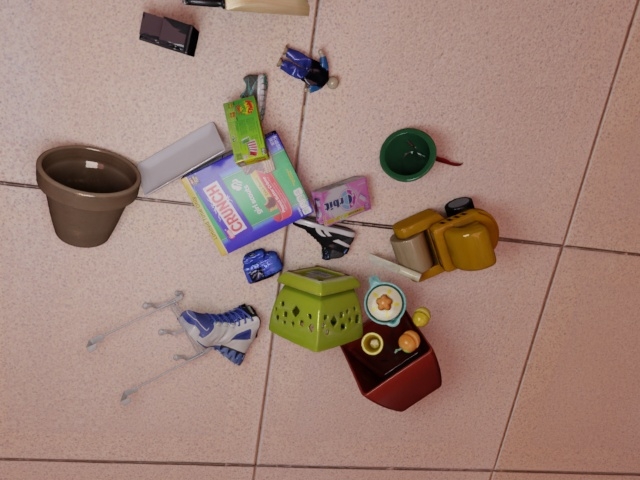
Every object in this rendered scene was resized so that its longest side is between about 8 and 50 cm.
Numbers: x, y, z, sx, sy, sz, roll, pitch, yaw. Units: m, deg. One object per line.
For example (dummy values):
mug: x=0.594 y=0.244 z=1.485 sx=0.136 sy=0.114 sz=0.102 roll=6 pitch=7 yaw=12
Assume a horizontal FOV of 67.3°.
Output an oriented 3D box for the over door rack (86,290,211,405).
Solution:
over door rack: x=-0.554 y=0.337 z=1.570 sx=0.324 sy=0.108 sz=0.240 roll=-30 pitch=111 yaw=-20

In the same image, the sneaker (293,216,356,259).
sneaker: x=0.000 y=0.000 z=1.568 sx=0.216 sy=0.079 sz=0.121 roll=15 pitch=104 yaw=-13

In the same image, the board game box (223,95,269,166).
board game box: x=-0.210 y=-0.308 z=1.361 sx=0.092 sy=0.043 sz=0.181 roll=-14 pitch=81 yaw=3

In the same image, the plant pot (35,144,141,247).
plant pot: x=-0.668 y=-0.109 z=1.370 sx=0.263 sy=0.263 sz=0.229 roll=18 pitch=121 yaw=-13

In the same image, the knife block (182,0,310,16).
knife block: x=-0.198 y=-0.609 z=1.206 sx=0.242 sy=0.088 sz=0.275 roll=-40 pitch=120 yaw=11

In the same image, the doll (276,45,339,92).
doll: x=-0.029 y=-0.505 z=1.420 sx=0.189 sy=0.046 sz=0.129 roll=25 pitch=104 yaw=-14

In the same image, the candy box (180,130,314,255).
candy box: x=-0.220 y=-0.145 z=1.467 sx=0.317 sy=0.122 sz=0.268 roll=-25 pitch=107 yaw=2

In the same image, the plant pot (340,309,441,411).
plant pot: x=0.266 y=0.427 z=1.660 sx=0.267 sy=0.267 sz=0.236 roll=-35 pitch=122 yaw=4

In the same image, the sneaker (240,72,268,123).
sneaker: x=-0.202 y=-0.412 z=1.427 sx=0.076 sy=0.065 sz=0.167 roll=10 pitch=103 yaw=6

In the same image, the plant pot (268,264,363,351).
plant pot: x=-0.008 y=0.201 z=1.526 sx=0.227 sy=0.228 sz=0.207 roll=-7 pitch=104 yaw=-46

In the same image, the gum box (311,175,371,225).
gum box: x=0.063 y=-0.125 z=1.507 sx=0.188 sy=0.062 sz=0.107 roll=-23 pitch=112 yaw=-28

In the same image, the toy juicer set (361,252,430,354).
toy juicer set: x=0.242 y=0.200 z=1.523 sx=0.209 sy=0.089 sz=0.329 roll=1 pitch=79 yaw=16

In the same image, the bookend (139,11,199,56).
bookend: x=-0.417 y=-0.557 z=1.290 sx=0.156 sy=0.157 sz=0.072 roll=14 pitch=105 yaw=-13

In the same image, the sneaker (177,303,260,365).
sneaker: x=-0.306 y=0.271 z=1.569 sx=0.182 sy=0.127 sz=0.315 roll=-50 pitch=139 yaw=-7

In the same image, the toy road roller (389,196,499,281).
toy road roller: x=0.411 y=0.012 z=1.544 sx=0.329 sy=0.240 sz=0.203 roll=-23 pitch=109 yaw=0

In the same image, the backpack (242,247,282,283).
backpack: x=-0.188 y=0.077 z=1.557 sx=0.120 sy=0.098 sz=0.101 roll=-19 pitch=106 yaw=-1

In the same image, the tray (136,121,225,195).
tray: x=-0.410 y=-0.237 z=1.420 sx=0.270 sy=0.145 sz=0.030 roll=-29 pitch=144 yaw=2

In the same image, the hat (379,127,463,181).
hat: x=0.315 y=-0.248 z=1.563 sx=0.208 sy=0.183 sz=0.173 roll=33 pitch=96 yaw=26
